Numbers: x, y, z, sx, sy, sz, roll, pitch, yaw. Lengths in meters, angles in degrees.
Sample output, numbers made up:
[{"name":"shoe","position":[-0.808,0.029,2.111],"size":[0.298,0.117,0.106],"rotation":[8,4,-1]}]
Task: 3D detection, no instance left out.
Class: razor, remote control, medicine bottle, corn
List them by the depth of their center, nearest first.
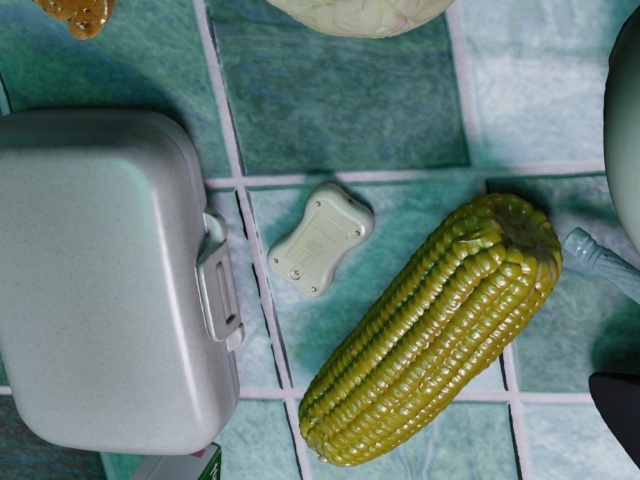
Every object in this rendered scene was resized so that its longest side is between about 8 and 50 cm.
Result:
[{"name":"razor","position":[0.317,0.061,1.345],"size":[0.232,0.068,0.106],"rotation":[40,130,23]},{"name":"corn","position":[0.099,0.098,1.462],"size":[0.131,0.131,0.344],"rotation":[37,125,0]},{"name":"remote control","position":[0.000,0.000,1.502],"size":[0.074,0.032,0.122],"rotation":[38,124,-1]},{"name":"medicine bottle","position":[-0.226,0.048,1.562],"size":[0.282,0.123,0.375],"rotation":[1,115,19]}]

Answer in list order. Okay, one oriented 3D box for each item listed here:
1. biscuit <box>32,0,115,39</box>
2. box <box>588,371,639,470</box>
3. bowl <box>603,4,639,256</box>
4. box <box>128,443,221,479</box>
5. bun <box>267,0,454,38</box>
[{"name":"biscuit","position":[-0.285,-0.321,1.441],"size":[0.183,0.043,0.280],"rotation":[-25,100,26]},{"name":"box","position":[0.343,0.204,1.400],"size":[0.042,0.201,0.212],"rotation":[-41,100,-11]},{"name":"bowl","position":[0.376,-0.052,1.153],"size":[0.354,0.185,0.354],"rotation":[10,123,17]},{"name":"box","position":[-0.172,0.335,1.684],"size":[0.081,0.135,0.199],"rotation":[15,121,13]},{"name":"bun","position":[0.020,-0.279,1.260],"size":[0.244,0.153,0.244],"rotation":[18,125,27]}]
